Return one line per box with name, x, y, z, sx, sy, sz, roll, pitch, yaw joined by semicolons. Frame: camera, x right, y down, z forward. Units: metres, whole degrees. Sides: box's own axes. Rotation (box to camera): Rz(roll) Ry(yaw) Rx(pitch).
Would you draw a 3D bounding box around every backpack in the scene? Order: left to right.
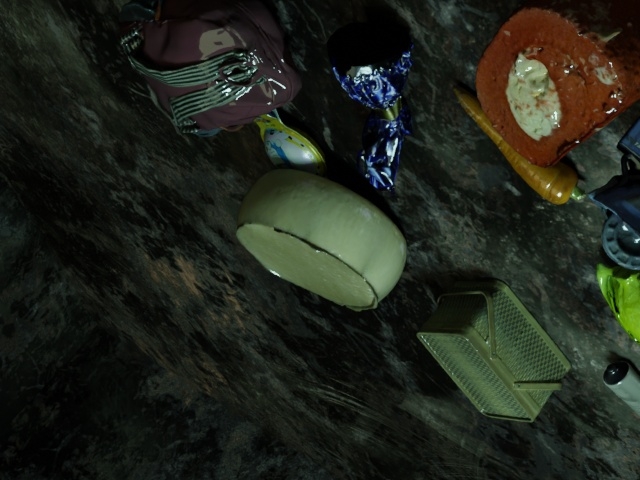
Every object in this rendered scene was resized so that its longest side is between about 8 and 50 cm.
backpack;-0.178;-0.304;1.950;0.317;0.197;0.283;10;140;49

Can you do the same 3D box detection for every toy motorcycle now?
toy motorcycle;0.506;-0.003;1.444;0.358;0.212;0.125;39;-173;8

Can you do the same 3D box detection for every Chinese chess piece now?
Chinese chess piece;0.000;0.000;2.215;0.338;0.140;0.338;27;162;9

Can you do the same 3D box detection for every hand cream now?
hand cream;0.565;0.278;2.041;0.186;0.054;0.087;44;161;-25

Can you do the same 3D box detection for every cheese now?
cheese;-0.073;-0.193;2.154;0.156;0.064;0.250;2;138;53

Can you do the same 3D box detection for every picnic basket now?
picnic basket;0.325;0.205;2.156;0.267;0.139;0.165;50;155;-19

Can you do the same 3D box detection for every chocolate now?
chocolate;0.098;-0.205;1.827;0.343;0.126;0.148;73;180;-54

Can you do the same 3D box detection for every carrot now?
carrot;0.288;-0.139;1.715;0.256;0.061;0.061;40;157;7

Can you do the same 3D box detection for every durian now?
durian;0.528;0.104;1.732;0.250;0.101;0.139;12;108;48

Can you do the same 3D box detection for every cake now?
cake;0.313;-0.221;1.427;0.177;0.151;0.283;52;157;5
